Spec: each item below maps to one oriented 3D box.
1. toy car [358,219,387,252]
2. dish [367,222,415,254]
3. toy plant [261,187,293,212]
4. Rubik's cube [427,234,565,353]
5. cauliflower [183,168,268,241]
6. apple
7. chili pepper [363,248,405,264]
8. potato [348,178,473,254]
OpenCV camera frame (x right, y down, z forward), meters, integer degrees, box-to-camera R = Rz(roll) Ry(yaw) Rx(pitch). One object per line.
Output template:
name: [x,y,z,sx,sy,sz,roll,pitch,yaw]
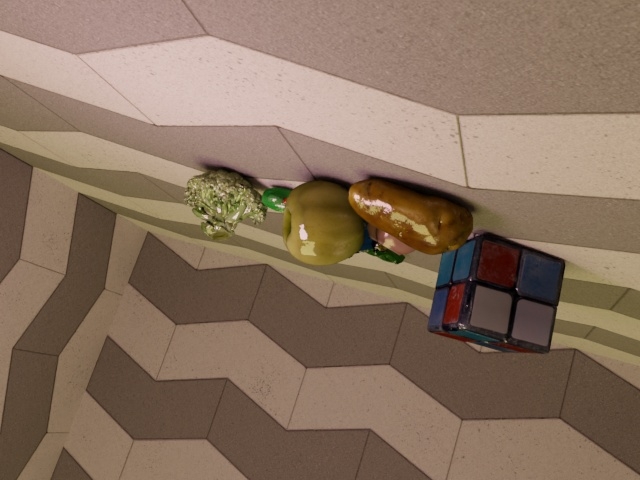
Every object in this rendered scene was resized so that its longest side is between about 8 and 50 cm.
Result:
toy car: [0.110,-0.021,2.190,0.314,0.166,0.198,-9,-175,-30]
dish: [0.232,-0.016,2.014,0.213,0.090,0.213,30,-177,-2]
toy plant: [-0.087,-0.133,2.144,0.240,0.088,0.154,10,-177,-13]
Rubik's cube: [0.569,0.187,2.007,0.313,0.316,0.318,17,167,-8]
cauliflower: [-0.349,-0.123,2.175,0.275,0.250,0.272,8,168,22]
apple: [0.006,-0.058,1.902,0.279,0.279,0.279,18,169,4]
chili pepper: [0.245,0.044,2.469,0.257,0.074,0.100,25,167,-32]
potato: [0.252,-0.070,1.738,0.369,0.176,0.195,22,-164,2]
